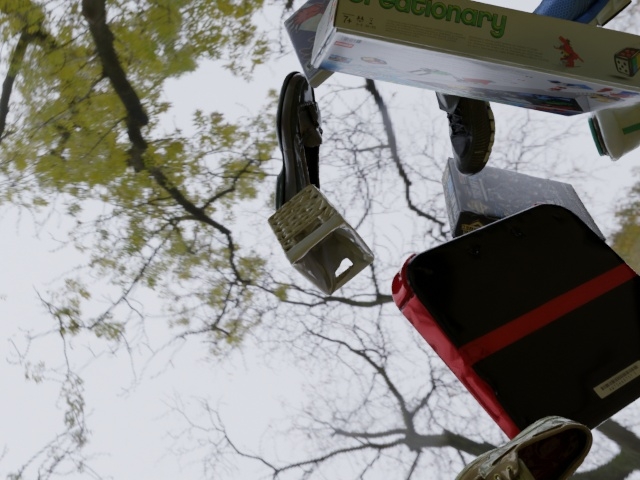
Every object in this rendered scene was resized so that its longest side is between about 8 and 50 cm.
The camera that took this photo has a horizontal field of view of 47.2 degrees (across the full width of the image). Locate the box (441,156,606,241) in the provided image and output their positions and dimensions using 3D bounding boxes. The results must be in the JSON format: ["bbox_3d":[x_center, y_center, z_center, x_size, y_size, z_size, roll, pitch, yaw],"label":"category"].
[{"bbox_3d":[0.413,-0.067,1.547,0.293,0.295,0.073,10,-63,-1],"label":"box"}]

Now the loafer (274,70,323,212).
[{"bbox_3d":[-0.022,-0.155,1.267,0.096,0.084,0.267,-29,-52,-54],"label":"loafer"}]

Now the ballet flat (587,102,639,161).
[{"bbox_3d":[0.581,-0.242,1.394,0.400,0.139,0.139,-47,-60,-64],"label":"ballet flat"}]

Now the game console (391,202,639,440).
[{"bbox_3d":[0.332,0.108,1.085,0.387,0.060,0.342,-21,-121,-29],"label":"game console"}]

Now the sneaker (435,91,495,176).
[{"bbox_3d":[0.214,-0.214,1.121,0.106,0.078,0.234,-6,-75,-38],"label":"sneaker"}]

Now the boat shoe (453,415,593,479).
[{"bbox_3d":[0.145,0.174,0.540,0.135,0.045,0.050,-36,-96,-18],"label":"boat shoe"}]

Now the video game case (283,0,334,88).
[{"bbox_3d":[0.037,-0.362,1.169,0.201,0.183,0.023,-38,-44,20],"label":"video game case"}]

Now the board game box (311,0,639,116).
[{"bbox_3d":[0.151,-0.181,0.719,0.305,0.193,0.053,9,-87,-7],"label":"board game box"}]

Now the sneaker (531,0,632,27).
[{"bbox_3d":[0.356,-0.367,0.942,0.147,0.330,0.130,47,-140,-4],"label":"sneaker"}]

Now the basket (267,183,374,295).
[{"bbox_3d":[0.000,0.000,1.217,0.113,0.103,0.167,-39,-33,3],"label":"basket"}]
